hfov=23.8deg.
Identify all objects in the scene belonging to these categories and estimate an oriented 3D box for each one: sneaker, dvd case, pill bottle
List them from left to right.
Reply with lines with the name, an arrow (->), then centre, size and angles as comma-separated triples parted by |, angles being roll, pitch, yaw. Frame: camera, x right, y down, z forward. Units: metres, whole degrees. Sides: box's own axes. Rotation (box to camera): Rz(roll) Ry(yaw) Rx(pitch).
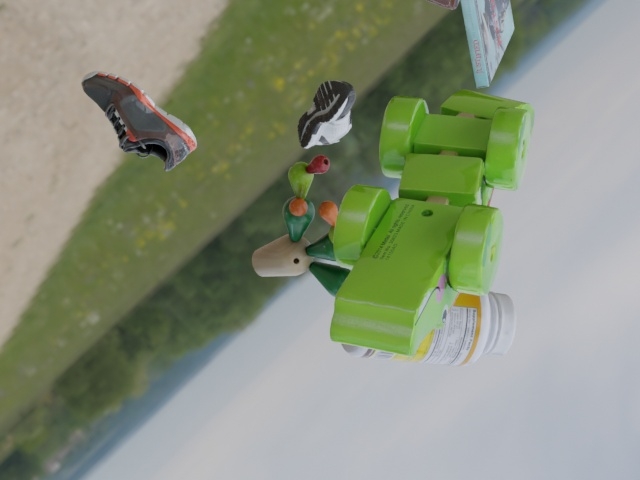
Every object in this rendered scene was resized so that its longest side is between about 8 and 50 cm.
sneaker -> -0.224, -0.140, 1.799 | 0.065, 0.158, 0.061 | -55, 178, -24
sneaker -> 0.014, -0.125, 1.480 | 0.043, 0.040, 0.109 | -3, 161, -23
pill bottle -> 0.138, 0.100, 1.956 | 0.117, 0.215, 0.117 | -173, -90, -71
dvd case -> 0.126, -0.178, 1.154 | 0.013, 0.087, 0.119 | -3, -154, 20

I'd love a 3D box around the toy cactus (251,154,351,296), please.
toy cactus -> 0.000, 0.000, 1.778 | 0.180, 0.219, 0.112 | -14, -143, 35

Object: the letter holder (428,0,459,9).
letter holder -> 0.110, -0.463, 1.841 | 0.302, 0.214, 0.152 | 99, 13, -56

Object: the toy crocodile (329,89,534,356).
toy crocodile -> 0.090, -0.021, 1.160 | 0.340, 0.115, 0.105 | -63, 155, -50
